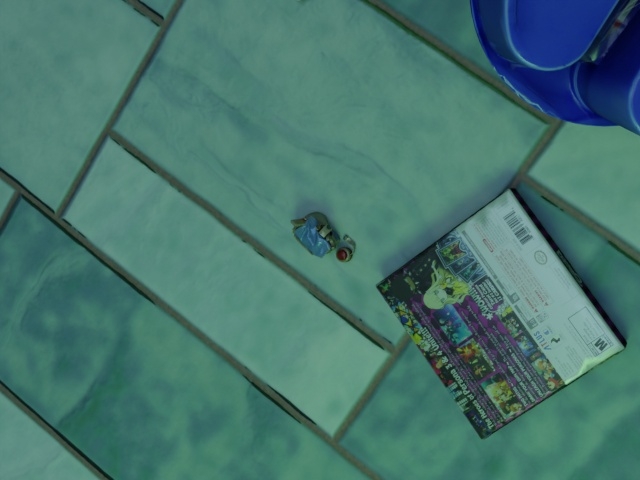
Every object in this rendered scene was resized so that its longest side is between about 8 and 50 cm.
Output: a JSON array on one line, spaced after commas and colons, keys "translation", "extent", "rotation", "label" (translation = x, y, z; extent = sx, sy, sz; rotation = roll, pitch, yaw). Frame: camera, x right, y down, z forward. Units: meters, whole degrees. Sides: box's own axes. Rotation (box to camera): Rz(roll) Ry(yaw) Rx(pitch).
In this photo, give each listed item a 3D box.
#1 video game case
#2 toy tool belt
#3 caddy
[{"translation": [0.214, 0.089, 1.325], "extent": [0.210, 0.042, 0.232], "rotation": [-38, 81, 20], "label": "video game case"}, {"translation": [0.000, 0.000, 1.395], "extent": [0.083, 0.051, 0.052], "rotation": [42, 108, 13], "label": "toy tool belt"}, {"translation": [0.268, -0.239, 0.848], "extent": [0.241, 0.179, 0.341], "rotation": [30, 108, -10], "label": "caddy"}]
